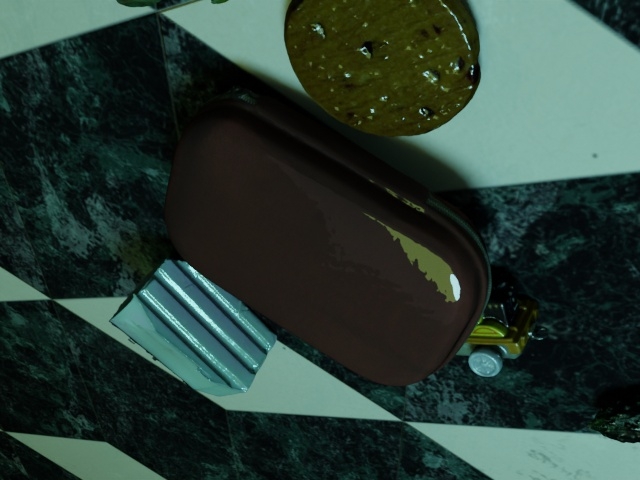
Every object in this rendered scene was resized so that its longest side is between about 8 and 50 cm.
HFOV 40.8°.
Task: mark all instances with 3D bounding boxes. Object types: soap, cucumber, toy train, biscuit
[{"bbox_3d":[-0.189,0.128,1.278,0.091,0.145,0.230,-21,119,45],"label":"soap"},{"bbox_3d":[0.459,0.213,1.030,0.300,0.072,0.072,-10,127,39],"label":"cucumber"},{"bbox_3d":[0.170,0.091,1.067,0.219,0.089,0.127,0,122,33],"label":"toy train"},{"bbox_3d":[0.060,-0.190,0.868,0.212,0.036,0.212,18,140,16],"label":"biscuit"}]

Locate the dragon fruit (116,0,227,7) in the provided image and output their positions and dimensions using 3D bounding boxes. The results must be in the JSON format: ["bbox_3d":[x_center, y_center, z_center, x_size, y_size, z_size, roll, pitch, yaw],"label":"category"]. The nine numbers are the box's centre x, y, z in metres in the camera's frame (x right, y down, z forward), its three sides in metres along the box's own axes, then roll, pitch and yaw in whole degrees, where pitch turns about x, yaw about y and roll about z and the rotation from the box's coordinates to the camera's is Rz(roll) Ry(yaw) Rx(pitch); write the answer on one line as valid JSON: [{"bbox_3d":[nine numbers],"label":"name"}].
[{"bbox_3d":[-0.184,-0.317,0.760,0.268,0.130,0.295,17,161,-13],"label":"dragon fruit"}]

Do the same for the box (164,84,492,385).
[{"bbox_3d":[0.000,0.000,1.000,0.404,0.108,0.263,33,130,11],"label":"box"}]
